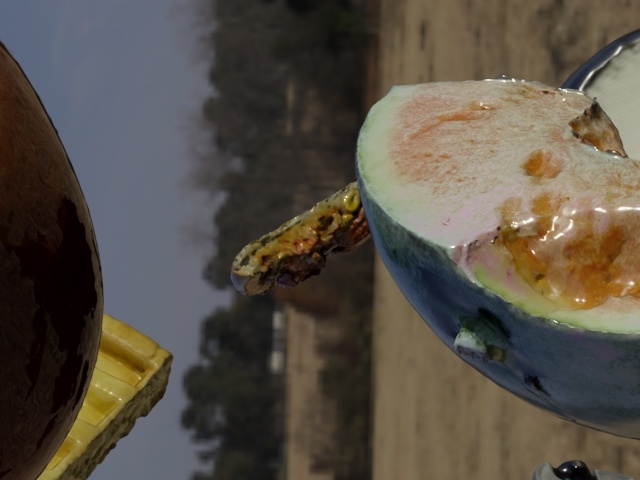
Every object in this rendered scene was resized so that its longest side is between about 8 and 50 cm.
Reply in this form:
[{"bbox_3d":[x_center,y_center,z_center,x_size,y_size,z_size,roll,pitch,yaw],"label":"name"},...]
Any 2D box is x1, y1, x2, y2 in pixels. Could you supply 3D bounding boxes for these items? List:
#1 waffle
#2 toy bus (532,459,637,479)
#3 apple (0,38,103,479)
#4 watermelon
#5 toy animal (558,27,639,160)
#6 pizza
[{"bbox_3d":[-0.228,0.113,1.118,0.274,0.168,0.057,-46,-16,-56],"label":"waffle"},{"bbox_3d":[0.309,0.327,1.713,0.126,0.209,0.136,-102,28,-56],"label":"toy bus"},{"bbox_3d":[-0.248,0.006,0.708,0.317,0.288,0.288,-118,25,-50],"label":"apple"},{"bbox_3d":[0.146,0.042,0.862,0.322,0.175,0.188,23,137,44],"label":"watermelon"},{"bbox_3d":[0.299,-0.028,1.358,0.310,0.251,0.251,80,-168,-70],"label":"toy animal"},{"bbox_3d":[0.000,0.000,1.588,0.053,0.193,0.201,55,-162,9],"label":"pizza"}]
